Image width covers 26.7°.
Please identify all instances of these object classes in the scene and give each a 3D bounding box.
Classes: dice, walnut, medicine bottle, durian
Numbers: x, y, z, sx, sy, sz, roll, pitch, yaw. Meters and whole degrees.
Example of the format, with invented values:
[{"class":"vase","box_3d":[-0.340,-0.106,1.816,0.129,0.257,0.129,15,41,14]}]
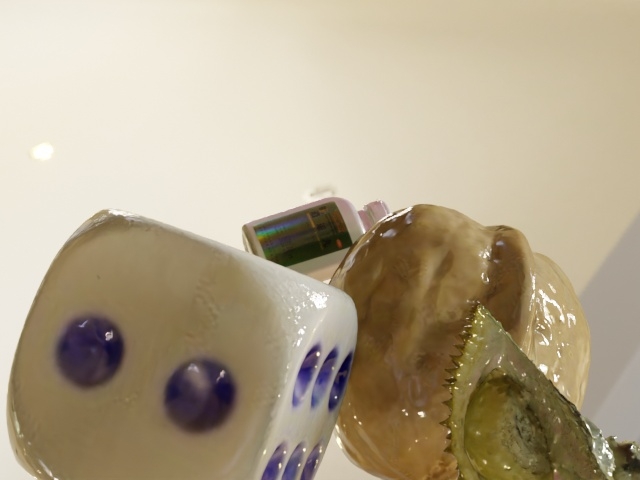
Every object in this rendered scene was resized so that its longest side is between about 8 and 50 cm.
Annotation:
[{"class":"dice","box_3d":[-0.148,0.152,1.491,0.304,0.277,0.304,19,-93,16]},{"class":"walnut","box_3d":[0.166,0.144,1.705,0.381,0.381,0.381,-12,-148,8]},{"class":"medicine bottle","box_3d":[0.000,0.000,1.995,0.219,0.078,0.115,-18,-119,-11]},{"class":"durian","box_3d":[0.238,0.210,1.344,0.172,0.166,0.306,-4,-136,-28]}]
